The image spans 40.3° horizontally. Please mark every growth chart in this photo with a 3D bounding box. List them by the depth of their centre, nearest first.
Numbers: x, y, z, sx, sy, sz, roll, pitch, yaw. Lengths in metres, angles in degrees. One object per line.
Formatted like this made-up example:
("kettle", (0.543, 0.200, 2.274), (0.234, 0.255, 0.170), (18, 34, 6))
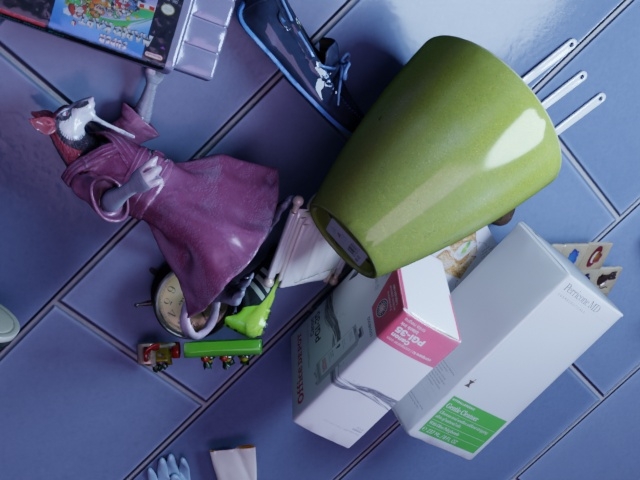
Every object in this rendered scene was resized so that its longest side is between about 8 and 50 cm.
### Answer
("growth chart", (0.000, 0.000, 1.335), (0.237, 0.021, 0.172), (0, 118, -60))

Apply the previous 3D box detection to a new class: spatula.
("spatula", (0.350, -0.211, 1.437), (0.242, 0.019, 0.168), (-38, 121, 3))

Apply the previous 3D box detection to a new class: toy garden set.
("toy garden set", (-0.190, 0.178, 1.332), (0.203, 0.244, 0.049), (-2, 84, -3))

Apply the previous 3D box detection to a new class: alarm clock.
("alarm clock", (-0.185, 0.095, 1.381), (0.192, 0.064, 0.129), (30, 98, -22))

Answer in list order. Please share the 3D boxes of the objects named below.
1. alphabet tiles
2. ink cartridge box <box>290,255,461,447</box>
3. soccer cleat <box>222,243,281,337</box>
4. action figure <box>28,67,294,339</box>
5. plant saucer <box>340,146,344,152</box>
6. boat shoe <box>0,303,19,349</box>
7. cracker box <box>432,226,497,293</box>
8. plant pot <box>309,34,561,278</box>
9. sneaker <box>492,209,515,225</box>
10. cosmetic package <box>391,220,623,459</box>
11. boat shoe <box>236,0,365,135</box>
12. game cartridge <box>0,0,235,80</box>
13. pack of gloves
("alphabet tiles", (0.383, 0.121, 1.578), (0.342, 0.011, 0.285), (-2, 126, -27))
("ink cartridge box", (0.076, 0.158, 1.383), (0.117, 0.207, 0.283), (30, 119, -22))
("soccer cleat", (-0.099, 0.069, 1.356), (0.072, 0.179, 0.060), (20, 140, -3))
("action figure", (-0.239, -0.078, 1.225), (0.370, 0.248, 0.276), (28, 132, -11))
("plant saucer", (0.030, -0.059, 1.408), (0.067, 0.018, 0.192), (12, 111, -24))
("boat shoe", (-0.605, 0.115, 1.221), (0.340, 0.127, 0.113), (15, 112, -23))
("cracker box", (0.203, 0.004, 1.469), (0.155, 0.067, 0.232), (-34, 122, 1))
("plant pot", (0.137, -0.091, 1.234), (0.293, 0.274, 0.275), (-42, 123, -15))
("sneaker", (0.298, -0.092, 1.437), (0.066, 0.071, 0.188), (-19, 125, -8))
("cosmetic package", (0.289, 0.172, 1.455), (0.197, 0.155, 0.365), (29, 110, -39))
("boat shoe", (-0.006, -0.254, 1.244), (0.089, 0.109, 0.258), (-41, 123, 9))
("game cartridge", (-0.272, -0.358, 1.099), (0.355, 0.068, 0.230), (15, 90, -25))
("pack of gloves", (-0.210, 0.467, 1.594), (0.195, 0.046, 0.232), (-4, 115, -4))
